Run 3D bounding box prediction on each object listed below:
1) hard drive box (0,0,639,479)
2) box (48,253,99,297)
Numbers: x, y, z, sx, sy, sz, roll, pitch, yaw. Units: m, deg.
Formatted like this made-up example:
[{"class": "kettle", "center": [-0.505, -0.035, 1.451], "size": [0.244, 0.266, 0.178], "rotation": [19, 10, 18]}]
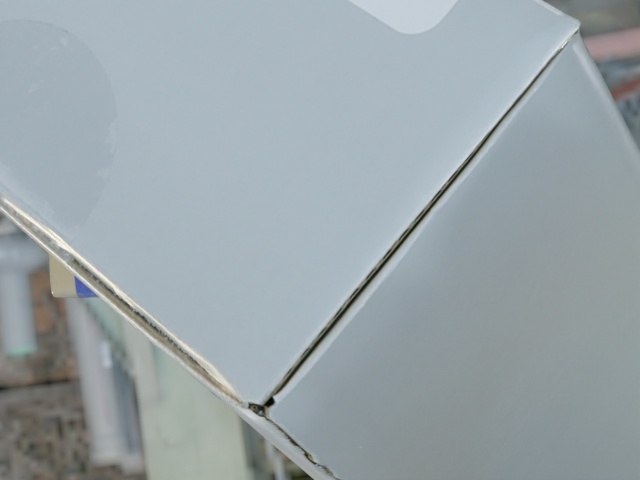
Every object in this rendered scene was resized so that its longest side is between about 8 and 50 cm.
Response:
[{"class": "hard drive box", "center": [0.000, 0.000, 0.463], "size": [0.089, 0.181, 0.232], "rotation": [-50, 147, -5]}, {"class": "box", "center": [0.014, 0.002, 0.837], "size": [0.225, 0.036, 0.136], "rotation": [-5, 179, 28]}]
